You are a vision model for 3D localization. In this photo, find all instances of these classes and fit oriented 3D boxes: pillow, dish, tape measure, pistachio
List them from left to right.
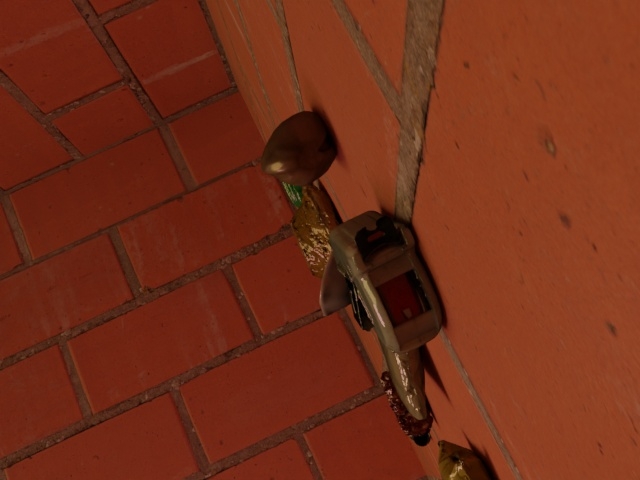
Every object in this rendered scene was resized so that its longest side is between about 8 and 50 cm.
[{"bbox_3d":[-0.043,-0.189,1.459,0.238,0.153,0.137,-62,-37,-60],"label":"pistachio"},{"bbox_3d":[0.072,0.081,1.698,0.229,0.081,0.229,15,-90,-74],"label":"dish"},{"bbox_3d":[0.100,0.066,1.171,0.243,0.125,0.246,-129,15,-77],"label":"tape measure"},{"bbox_3d":[0.175,0.224,1.597,0.281,0.076,0.274,-114,8,-75],"label":"pillow"}]

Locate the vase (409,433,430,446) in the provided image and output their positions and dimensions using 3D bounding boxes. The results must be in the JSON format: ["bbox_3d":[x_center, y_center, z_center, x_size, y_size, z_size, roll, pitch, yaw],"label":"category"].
[{"bbox_3d":[0.332,0.655,2.382,0.167,0.059,0.059,84,161,-79],"label":"vase"}]

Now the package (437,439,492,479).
[{"bbox_3d":[0.303,0.494,1.428,0.168,0.090,0.226,62,179,3],"label":"package"}]

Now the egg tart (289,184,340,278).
[{"bbox_3d":[0.000,0.001,2.085,0.341,0.132,0.341,157,90,-87],"label":"egg tart"}]

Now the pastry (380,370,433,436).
[{"bbox_3d":[0.237,0.437,1.934,0.115,0.097,0.208,-113,-3,-71],"label":"pastry"}]

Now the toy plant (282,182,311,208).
[{"bbox_3d":[-0.087,-0.216,2.316,0.154,0.088,0.240,-117,7,-55],"label":"toy plant"}]
